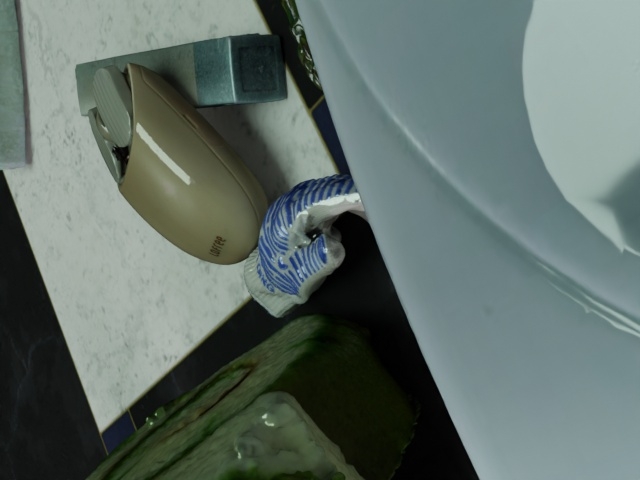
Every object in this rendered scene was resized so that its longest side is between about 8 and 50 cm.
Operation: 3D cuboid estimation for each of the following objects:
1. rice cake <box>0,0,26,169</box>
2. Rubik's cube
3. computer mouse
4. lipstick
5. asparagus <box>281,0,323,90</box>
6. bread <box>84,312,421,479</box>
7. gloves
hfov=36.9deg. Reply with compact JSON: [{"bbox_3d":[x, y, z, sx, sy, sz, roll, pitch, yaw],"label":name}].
[{"bbox_3d":[-0.467,-0.268,1.375,0.063,0.066,0.336,12,106,48],"label":"rice cake"},{"bbox_3d":[0.238,-0.077,0.387,0.352,0.352,0.347,-28,78,46],"label":"Rubik's cube"},{"bbox_3d":[-0.152,-0.072,0.978,0.236,0.082,0.145,47,148,7],"label":"computer mouse"},{"bbox_3d":[-0.164,-0.175,1.045,0.317,0.066,0.068,5,103,49],"label":"lipstick"},{"bbox_3d":[-0.029,-0.248,0.904,0.034,0.027,0.236,-24,79,60],"label":"asparagus"},{"bbox_3d":[-0.078,0.197,0.793,0.129,0.366,0.382,54,153,-7],"label":"bread"},{"bbox_3d":[-0.006,-0.001,0.872,0.229,0.097,0.119,-37,33,49],"label":"gloves"}]
